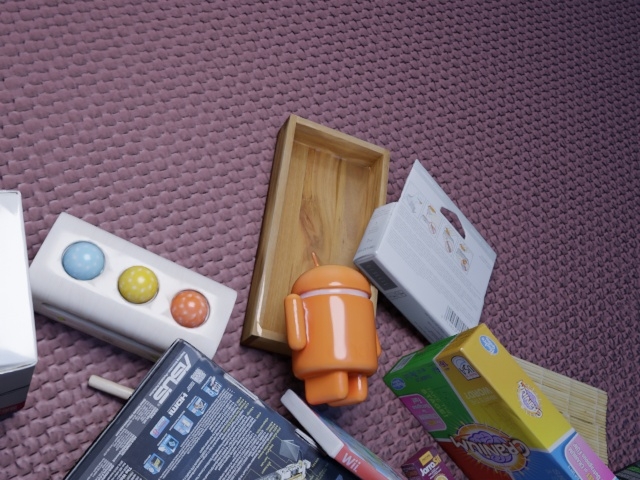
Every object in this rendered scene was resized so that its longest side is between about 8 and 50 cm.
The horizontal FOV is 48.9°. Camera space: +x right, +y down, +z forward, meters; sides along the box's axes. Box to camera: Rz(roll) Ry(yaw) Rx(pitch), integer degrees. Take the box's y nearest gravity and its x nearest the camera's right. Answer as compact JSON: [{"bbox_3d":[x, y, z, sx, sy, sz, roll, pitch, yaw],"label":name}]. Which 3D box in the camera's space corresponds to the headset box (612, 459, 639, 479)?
[{"bbox_3d":[0.531,0.521,1.163,0.283,0.131,0.246,-11,95,-29],"label":"headset box"}]

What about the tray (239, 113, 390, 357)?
[{"bbox_3d":[0.000,0.000,1.206,0.203,0.076,0.411,17,61,-18],"label":"tray"}]

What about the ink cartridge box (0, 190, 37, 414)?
[{"bbox_3d":[-0.414,0.090,0.837,0.117,0.283,0.207,-4,71,-27],"label":"ink cartridge box"}]

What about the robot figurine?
[{"bbox_3d":[0.019,0.131,1.042,0.158,0.128,0.219,1,69,-10],"label":"robot figurine"}]

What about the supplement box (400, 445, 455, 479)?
[{"bbox_3d":[0.179,0.386,1.145,0.055,0.043,0.083,-29,83,-32],"label":"supplement box"}]

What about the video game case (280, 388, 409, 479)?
[{"bbox_3d":[0.081,0.328,0.997,0.285,0.204,0.025,42,82,-21],"label":"video game case"}]

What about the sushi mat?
[{"bbox_3d":[0.407,0.305,1.306,0.316,0.019,0.151,22,62,-16],"label":"sushi mat"}]

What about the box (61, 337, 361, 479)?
[{"bbox_3d":[-0.180,0.371,0.883,0.318,0.097,0.395,38,74,-5],"label":"box"}]

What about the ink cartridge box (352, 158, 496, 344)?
[{"bbox_3d":[0.195,0.032,1.251,0.275,0.060,0.239,46,47,-23],"label":"ink cartridge box"}]

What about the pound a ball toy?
[{"bbox_3d":[-0.258,0.119,0.990,0.319,0.136,0.208,27,59,-13],"label":"pound a ball toy"}]

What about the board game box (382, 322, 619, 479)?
[{"bbox_3d":[0.274,0.296,1.113,0.316,0.242,0.064,49,58,1],"label":"board game box"}]
